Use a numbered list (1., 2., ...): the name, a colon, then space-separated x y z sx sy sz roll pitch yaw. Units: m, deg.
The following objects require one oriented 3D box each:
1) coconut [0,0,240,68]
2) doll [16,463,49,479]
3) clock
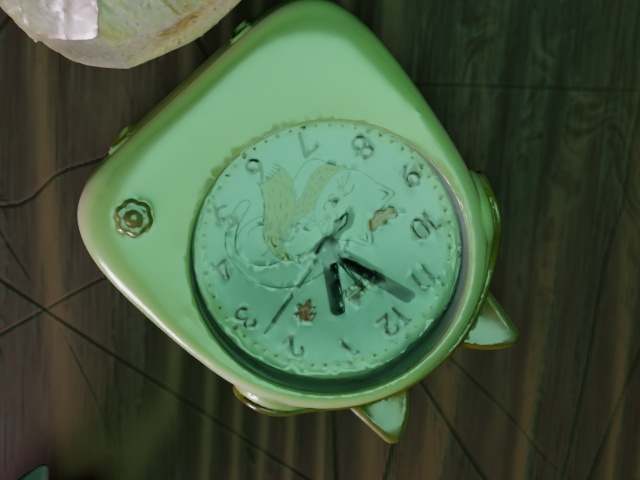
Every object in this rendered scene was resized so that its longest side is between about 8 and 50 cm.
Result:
1. coconut: -0.148 -0.246 0.963 0.237 0.237 0.197 -41 62 6
2. doll: -0.263 0.321 1.119 0.195 0.153 0.258 -1 122 -16
3. clock: 0.000 0.000 1.067 0.286 0.117 0.348 -40 104 6
